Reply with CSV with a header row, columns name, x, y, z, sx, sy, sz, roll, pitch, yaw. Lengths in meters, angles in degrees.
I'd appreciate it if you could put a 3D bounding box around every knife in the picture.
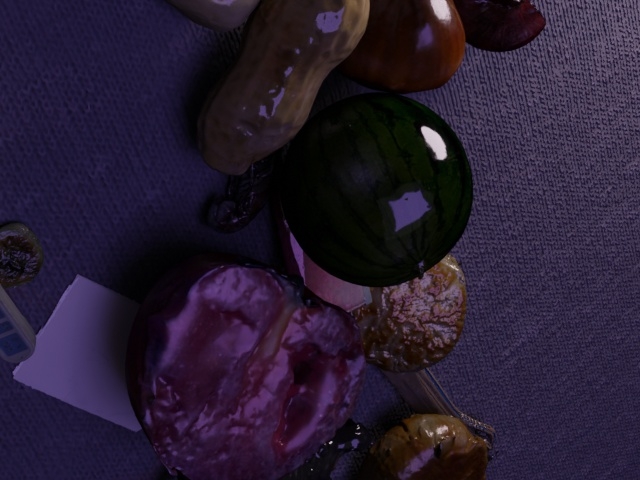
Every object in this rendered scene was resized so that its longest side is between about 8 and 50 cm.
name,x,y,z,sx,sy,sz,roll,pitch,yaw
knife,0.183,0.257,2.009,0.089,0.043,0.365,-47,131,-9

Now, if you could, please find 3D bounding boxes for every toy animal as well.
name,x,y,z,sx,sy,sz,roll,pitch,yaw
toy animal,-0.071,0.340,1.805,0.343,0.106,0.168,3,103,-46

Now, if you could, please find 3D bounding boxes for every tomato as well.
name,x,y,z,sx,sy,sz,roll,pitch,yaw
tomato,-0.124,0.152,1.609,0.335,0.176,0.290,28,92,-38

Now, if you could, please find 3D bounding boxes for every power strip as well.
name,x,y,z,sx,sy,sz,roll,pitch,yaw
power strip,-0.380,0.075,1.452,0.047,0.030,0.191,-21,131,4

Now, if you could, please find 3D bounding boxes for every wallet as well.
name,x,y,z,sx,sy,sz,roll,pitch,yaw
wallet,0.000,0.000,1.704,0.119,0.025,0.232,-24,114,-30

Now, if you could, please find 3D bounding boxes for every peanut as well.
name,x,y,z,sx,sy,sz,roll,pitch,yaw
peanut,-0.051,-0.203,1.497,0.130,0.130,0.290,20,110,-43

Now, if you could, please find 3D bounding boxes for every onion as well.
name,x,y,z,sx,sy,sz,roll,pitch,yaw
onion,0.207,-0.312,1.665,0.098,0.151,0.206,-45,118,8

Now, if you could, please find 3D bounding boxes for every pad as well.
name,x,y,z,sx,sy,sz,roll,pitch,yaw
pad,-0.267,0.147,1.610,0.232,0.004,0.156,35,89,-44

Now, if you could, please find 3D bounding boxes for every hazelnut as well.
name,x,y,z,sx,sy,sz,roll,pitch,yaw
hazelnut,0.089,-0.266,1.571,0.182,0.182,0.182,-18,123,-31

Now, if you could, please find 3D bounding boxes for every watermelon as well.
name,x,y,z,sx,sy,sz,roll,pitch,yaw
watermelon,0.071,-0.063,1.573,0.242,0.242,0.242,-18,123,-31

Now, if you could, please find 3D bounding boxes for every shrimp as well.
name,x,y,z,sx,sy,sz,roll,pitch,yaw
shrimp,-0.085,-0.080,1.603,0.065,0.056,0.165,26,92,-37

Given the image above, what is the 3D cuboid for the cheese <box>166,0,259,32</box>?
name,x,y,z,sx,sy,sz,roll,pitch,yaw
cheese,-0.150,-0.347,1.386,0.263,0.093,0.159,32,89,-43

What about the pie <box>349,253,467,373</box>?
name,x,y,z,sx,sy,sz,roll,pitch,yaw
pie,0.120,0.095,1.833,0.178,0.084,0.205,10,106,-14

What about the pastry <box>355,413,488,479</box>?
name,x,y,z,sx,sy,sz,roll,pitch,yaw
pastry,0.154,0.370,1.981,0.229,0.100,0.218,-33,134,-9

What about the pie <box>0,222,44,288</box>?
name,x,y,z,sx,sy,sz,roll,pitch,yaw
pie,-0.357,0.021,1.459,0.084,0.021,0.084,-18,122,-31
